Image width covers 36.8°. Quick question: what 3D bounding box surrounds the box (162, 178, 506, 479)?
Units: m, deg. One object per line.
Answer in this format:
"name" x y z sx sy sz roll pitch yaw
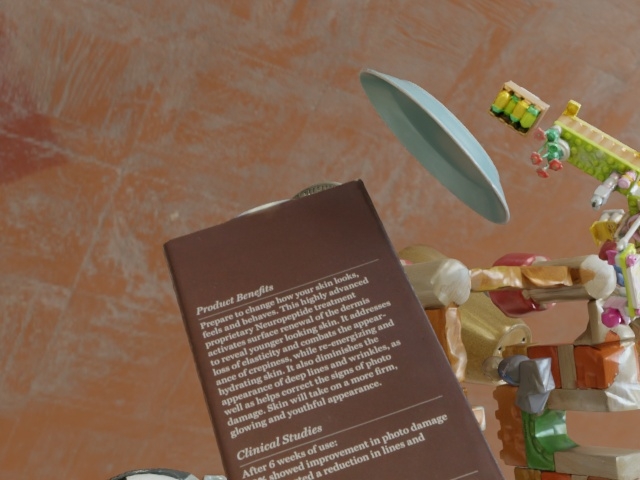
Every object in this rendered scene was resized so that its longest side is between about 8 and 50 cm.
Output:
"box" 0.011 0.142 0.779 0.191 0.381 0.143 -18 141 -5

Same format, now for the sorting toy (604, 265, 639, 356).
"sorting toy" 0.505 0.145 1.531 0.047 0.196 0.347 -47 154 -7

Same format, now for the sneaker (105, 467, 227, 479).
"sneaker" -0.186 0.398 1.299 0.331 0.146 0.122 5 130 -26

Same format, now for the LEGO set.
"LEGO set" 0.258 -0.026 0.911 0.107 0.132 0.287 -44 105 -35

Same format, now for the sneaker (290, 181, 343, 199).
"sneaker" 0.000 0.000 1.300 0.118 0.083 0.222 3 143 -41

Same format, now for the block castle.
"block castle" 0.200 0.235 1.138 0.303 0.213 0.453 -2 84 -29

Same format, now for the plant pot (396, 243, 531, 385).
"plant pot" 0.244 0.158 1.738 0.237 0.254 0.237 -22 124 -38

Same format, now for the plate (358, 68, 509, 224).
"plate" 0.105 -0.088 0.853 0.024 0.188 0.188 -44 125 -3
